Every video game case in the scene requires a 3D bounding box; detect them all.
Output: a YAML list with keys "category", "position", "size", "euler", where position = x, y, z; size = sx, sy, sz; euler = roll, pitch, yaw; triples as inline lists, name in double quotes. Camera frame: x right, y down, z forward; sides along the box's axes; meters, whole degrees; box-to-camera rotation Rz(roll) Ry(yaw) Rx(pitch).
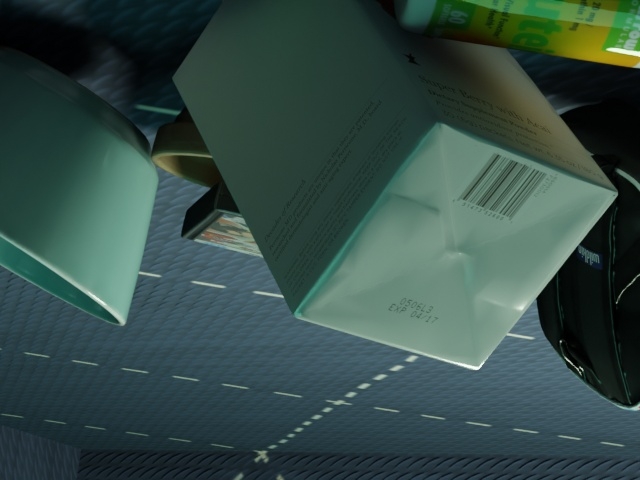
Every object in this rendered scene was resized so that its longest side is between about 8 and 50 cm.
- category: "video game case"
  position: [0.000, 0.000, 1.775]
  size: [0.248, 0.035, 0.275]
  euler: [14, 173, -9]

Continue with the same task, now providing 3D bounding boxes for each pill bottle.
- category: "pill bottle"
  position: [0.181, -0.189, 1.209]
  size: [0.246, 0.136, 0.136]
  euler: [8, 164, -5]

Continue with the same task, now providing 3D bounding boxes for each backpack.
- category: "backpack"
  position: [0.289, 0.015, 1.618]
  size: [0.191, 0.253, 0.225]
  euler: [-12, -155, -23]

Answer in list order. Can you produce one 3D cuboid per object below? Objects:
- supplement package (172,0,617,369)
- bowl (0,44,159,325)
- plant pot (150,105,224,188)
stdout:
- category: "supplement package"
  position: [0.043, -0.080, 1.310]
  size: [0.177, 0.293, 0.175]
  euler: [18, 118, -36]
- category: "bowl"
  position: [-0.275, -0.068, 1.681]
  size: [0.311, 0.163, 0.311]
  euler: [30, 171, 5]
- category: "plant pot"
  position: [-0.029, -0.097, 1.644]
  size: [0.237, 0.109, 0.237]
  euler: [12, 172, 2]
